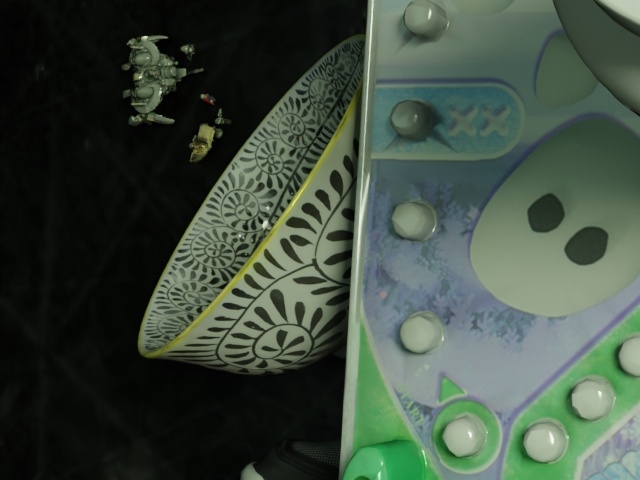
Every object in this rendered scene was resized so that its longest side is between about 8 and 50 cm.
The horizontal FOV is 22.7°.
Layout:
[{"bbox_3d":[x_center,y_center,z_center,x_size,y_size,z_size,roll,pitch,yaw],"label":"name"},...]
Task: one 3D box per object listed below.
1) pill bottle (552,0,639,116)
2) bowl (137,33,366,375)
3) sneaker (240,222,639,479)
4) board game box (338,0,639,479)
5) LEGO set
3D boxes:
[{"bbox_3d":[0.120,-0.073,0.415,0.108,0.193,0.108,-2,84,23],"label":"pill bottle"},{"bbox_3d":[0.000,0.000,0.702,0.080,0.170,0.170,34,109,-14],"label":"bowl"},{"bbox_3d":[0.090,0.064,0.639,0.268,0.101,0.153,0,85,30],"label":"sneaker"},{"bbox_3d":[0.188,-0.041,0.517,0.389,0.050,0.390,2,86,23],"label":"board game box"},{"bbox_3d":[-0.081,-0.078,0.818,0.083,0.023,0.054,31,103,34],"label":"LEGO set"}]
